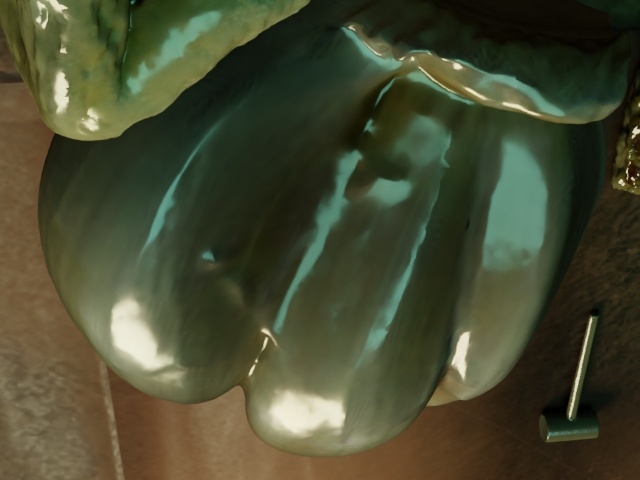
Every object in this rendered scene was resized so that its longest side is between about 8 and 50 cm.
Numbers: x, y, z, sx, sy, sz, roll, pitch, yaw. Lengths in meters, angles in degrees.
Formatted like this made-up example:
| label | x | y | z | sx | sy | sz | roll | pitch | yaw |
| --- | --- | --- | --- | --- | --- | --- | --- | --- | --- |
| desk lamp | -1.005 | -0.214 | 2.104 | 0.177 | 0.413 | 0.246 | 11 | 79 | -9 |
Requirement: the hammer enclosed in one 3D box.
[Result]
| label | x | y | z | sx | sy | sz | roll | pitch | yaw |
| --- | --- | --- | --- | --- | --- | --- | --- | --- | --- |
| hammer | 0.164 | 0.085 | 0.871 | 0.035 | 0.019 | 0.110 | -3 | 129 | -8 |

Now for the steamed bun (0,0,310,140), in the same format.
| label | x | y | z | sx | sy | sz | roll | pitch | yaw |
| --- | --- | --- | --- | --- | --- | --- | --- | --- | --- |
| steamed bun | -0.054 | -0.138 | 0.541 | 0.155 | 0.141 | 0.172 | -14 | 139 | -16 |

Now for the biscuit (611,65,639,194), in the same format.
| label | x | y | z | sx | sy | sz | roll | pitch | yaw |
| --- | --- | --- | --- | --- | --- | --- | --- | --- | --- |
| biscuit | 0.226 | -0.109 | 0.685 | 0.131 | 0.025 | 0.231 | -4 | 134 | -6 |

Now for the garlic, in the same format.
| label | x | y | z | sx | sy | sz | roll | pitch | yaw |
| --- | --- | --- | --- | --- | --- | --- | --- | --- | --- |
| garlic | 0.000 | -0.001 | 0.680 | 0.279 | 0.132 | 0.325 | 15 | 125 | -17 |
